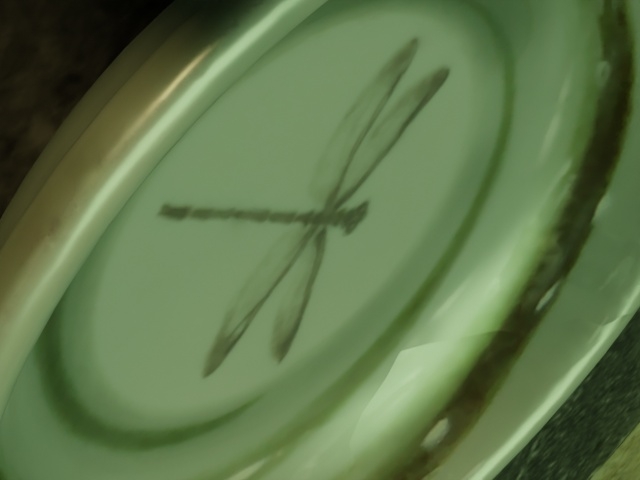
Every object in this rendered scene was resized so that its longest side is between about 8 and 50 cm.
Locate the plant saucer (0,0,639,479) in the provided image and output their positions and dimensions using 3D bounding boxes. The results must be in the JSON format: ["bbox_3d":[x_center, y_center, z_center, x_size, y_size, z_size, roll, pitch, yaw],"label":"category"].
[{"bbox_3d":[0.000,0.000,0.689,0.400,0.100,0.400,-34,149,-24],"label":"plant saucer"}]
